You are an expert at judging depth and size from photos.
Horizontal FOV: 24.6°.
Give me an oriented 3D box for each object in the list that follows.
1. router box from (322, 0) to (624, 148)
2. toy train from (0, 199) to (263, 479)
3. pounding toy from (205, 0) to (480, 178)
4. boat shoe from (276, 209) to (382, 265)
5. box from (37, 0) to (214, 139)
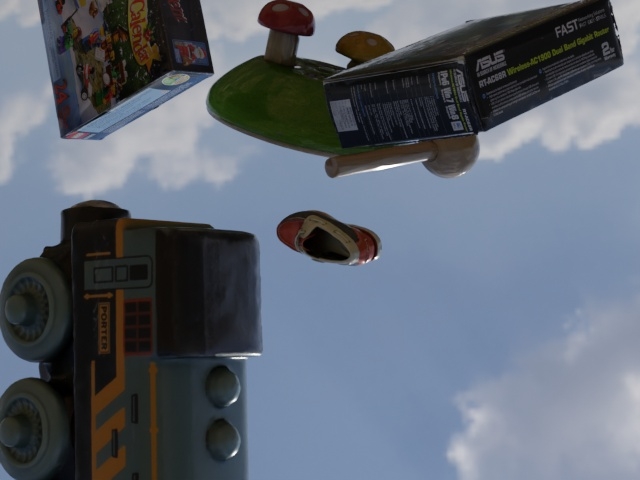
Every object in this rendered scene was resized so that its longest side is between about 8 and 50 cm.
[{"bbox_3d":[0.076,-0.082,0.718,0.092,0.038,0.122,-4,-163,47],"label":"router box"},{"bbox_3d":[-0.132,0.133,1.047,0.190,0.334,0.142,-5,172,40],"label":"toy train"},{"bbox_3d":[0.015,-0.137,1.259,0.183,0.110,0.237,0,-160,-41],"label":"pounding toy"},{"bbox_3d":[0.000,0.000,1.487,0.043,0.049,0.137,-17,-158,-41],"label":"boat shoe"},{"bbox_3d":[-0.171,-0.217,1.198,0.044,0.233,0.159,-1,164,-43],"label":"box"}]
